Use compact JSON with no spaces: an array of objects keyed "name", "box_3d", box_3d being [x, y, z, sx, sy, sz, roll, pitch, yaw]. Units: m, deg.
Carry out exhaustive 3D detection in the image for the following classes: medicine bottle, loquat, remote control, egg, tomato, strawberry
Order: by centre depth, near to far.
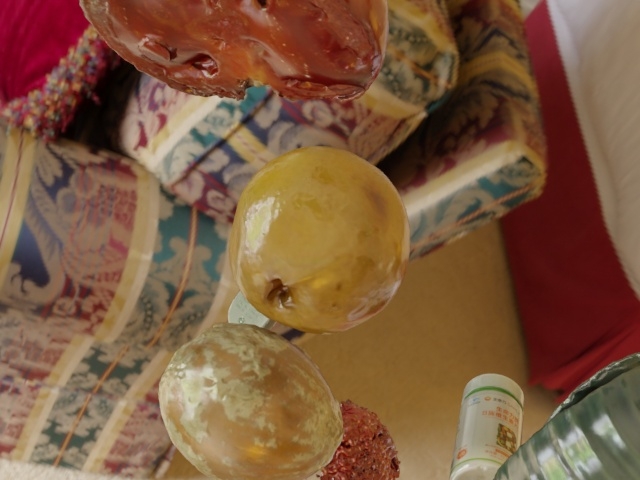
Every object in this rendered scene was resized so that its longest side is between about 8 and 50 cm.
[{"name":"tomato","box_3d":[-0.055,-0.202,0.725,0.233,0.200,0.139,8,68,14]},{"name":"loquat","box_3d":[0.000,0.000,1.073,0.208,0.208,0.208,15,48,-18]},{"name":"egg","box_3d":[-0.089,0.211,1.233,0.245,0.203,0.203,25,43,16]},{"name":"medicine bottle","box_3d":[0.219,0.262,1.273,0.086,0.086,0.183,30,33,-4]},{"name":"remote control","box_3d":[-0.048,0.039,1.412,0.077,0.245,0.022,39,4,35]},{"name":"strawberry","box_3d":[0.062,0.364,1.513,0.106,0.286,0.188,18,50,15]}]

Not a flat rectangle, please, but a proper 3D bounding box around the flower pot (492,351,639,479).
[{"name":"flower pot","box_3d":[0.252,0.202,0.825,0.157,0.243,0.189,48,38,11]}]
